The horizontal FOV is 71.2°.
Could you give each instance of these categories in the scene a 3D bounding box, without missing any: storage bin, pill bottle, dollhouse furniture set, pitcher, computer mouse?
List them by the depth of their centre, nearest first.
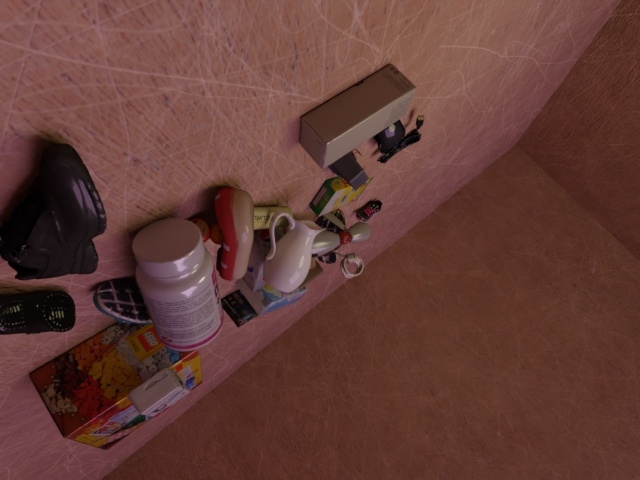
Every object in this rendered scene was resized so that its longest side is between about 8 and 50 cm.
[{"bbox_3d":[-0.307,0.100,0.981,0.160,0.160,0.283,-31,143,-30],"label":"pill bottle"},{"bbox_3d":[-0.097,0.029,1.242,0.178,0.125,0.207,22,95,-40],"label":"pitcher"},{"bbox_3d":[0.093,-0.211,1.319,0.098,0.091,0.135,-42,166,7],"label":"storage bin"},{"bbox_3d":[0.249,-0.326,1.359,0.184,0.060,0.262,-36,160,1],"label":"computer mouse"},{"bbox_3d":[-0.062,0.095,1.736,0.144,0.151,0.123,-36,166,-6],"label":"dollhouse furniture set"}]

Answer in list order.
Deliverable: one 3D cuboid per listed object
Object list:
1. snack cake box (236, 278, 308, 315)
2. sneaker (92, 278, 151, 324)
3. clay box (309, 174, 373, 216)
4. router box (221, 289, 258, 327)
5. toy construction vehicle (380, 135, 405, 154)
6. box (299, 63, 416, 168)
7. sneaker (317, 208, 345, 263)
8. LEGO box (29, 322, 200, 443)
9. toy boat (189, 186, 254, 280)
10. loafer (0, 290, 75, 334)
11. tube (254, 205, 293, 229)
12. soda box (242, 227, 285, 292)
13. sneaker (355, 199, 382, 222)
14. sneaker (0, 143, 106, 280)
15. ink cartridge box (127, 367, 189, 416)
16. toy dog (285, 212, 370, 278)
[{"bbox_3d":[-0.175,0.175,1.687,0.089,0.152,0.264,-46,165,22],"label":"snack cake box"},{"bbox_3d":[-0.454,0.168,1.083,0.110,0.107,0.275,-23,161,5],"label":"sneaker"},{"bbox_3d":[0.075,-0.163,1.494,0.222,0.053,0.127,-26,160,-46],"label":"clay box"},{"bbox_3d":[-0.300,0.250,1.660,0.092,0.122,0.038,-28,156,-40],"label":"router box"},{"bbox_3d":[0.259,-0.321,1.514,0.098,0.035,0.086,-21,156,-52],"label":"toy construction vehicle"},{"bbox_3d":[0.086,-0.292,1.051,0.275,0.094,0.113,-35,164,-18],"label":"box"},{"bbox_3d":[0.035,-0.033,1.735,0.279,0.107,0.118,103,-1,-47],"label":"sneaker"},{"bbox_3d":[-0.569,0.420,1.359,0.372,0.193,0.500,-32,164,-26],"label":"LEGO box"},{"bbox_3d":[-0.234,-0.018,1.027,0.151,0.151,0.231,6,135,-14],"label":"toy boat"},{"bbox_3d":[-0.544,0.134,0.830,0.078,0.080,0.220,-7,168,6],"label":"loafer"},{"bbox_3d":[-0.171,-0.057,1.195,0.240,0.062,0.070,-7,101,-54],"label":"tube"},{"bbox_3d":[-0.187,0.058,1.426,0.098,0.091,0.286,-31,164,-28],"label":"soda box"},{"bbox_3d":[0.211,-0.132,1.918,0.170,0.063,0.075,-32,165,-47],"label":"sneaker"},{"bbox_3d":[-0.396,-0.021,0.653,0.130,0.109,0.286,-19,154,-39],"label":"sneaker"},{"bbox_3d":[-0.413,0.394,1.154,0.109,0.063,0.150,-35,164,-18],"label":"ink cartridge box"},{"bbox_3d":[0.000,0.000,1.561,0.334,0.161,0.220,11,93,-35],"label":"toy dog"}]
